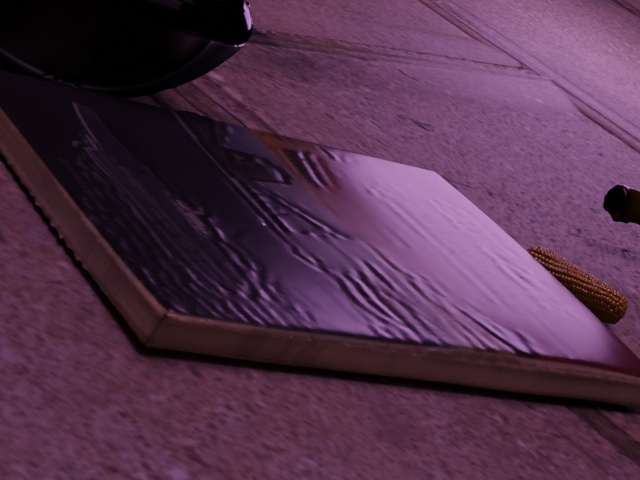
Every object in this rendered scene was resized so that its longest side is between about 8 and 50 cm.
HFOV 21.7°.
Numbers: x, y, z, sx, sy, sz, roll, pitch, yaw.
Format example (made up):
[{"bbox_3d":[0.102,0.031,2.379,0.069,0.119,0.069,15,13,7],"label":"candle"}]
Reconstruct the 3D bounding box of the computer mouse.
[{"bbox_3d":[-0.157,-0.146,1.025,0.233,0.096,0.137,12,17,-24],"label":"computer mouse"}]

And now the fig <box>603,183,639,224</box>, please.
[{"bbox_3d":[0.351,-0.042,1.343,0.290,0.190,0.190,7,23,-8],"label":"fig"}]

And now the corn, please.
[{"bbox_3d":[0.164,0.029,1.109,0.083,0.027,0.028,30,-13,3],"label":"corn"}]

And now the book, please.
[{"bbox_3d":[0.000,0.000,0.969,0.374,0.028,0.262,10,25,-40],"label":"book"}]
